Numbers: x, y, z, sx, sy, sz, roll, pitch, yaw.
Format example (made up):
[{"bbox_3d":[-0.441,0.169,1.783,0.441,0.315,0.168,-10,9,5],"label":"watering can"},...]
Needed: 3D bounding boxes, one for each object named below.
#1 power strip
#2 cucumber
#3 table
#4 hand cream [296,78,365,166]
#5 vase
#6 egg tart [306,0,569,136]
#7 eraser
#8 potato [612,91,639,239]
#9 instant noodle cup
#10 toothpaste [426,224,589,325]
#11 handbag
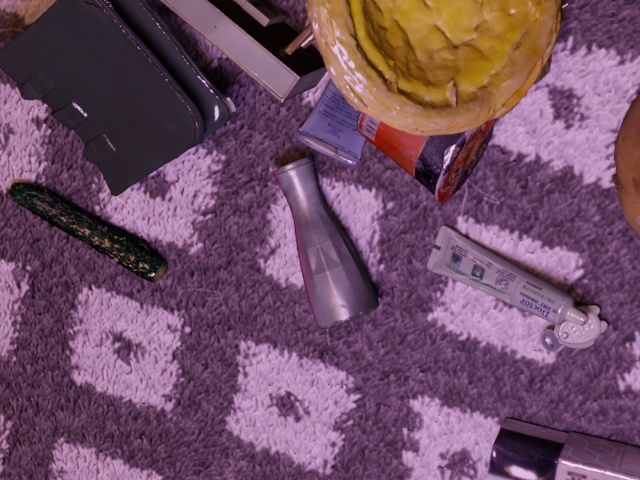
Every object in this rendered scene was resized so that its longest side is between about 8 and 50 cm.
[{"bbox_3d":[0.311,0.109,1.695,0.083,0.035,0.055,-27,95,11],"label":"power strip"},{"bbox_3d":[-0.323,-0.018,1.880,0.256,0.043,0.044,29,108,11],"label":"cucumber"},{"bbox_3d":[-0.087,-0.294,1.671,0.240,0.121,0.111,40,114,5],"label":"table"},{"bbox_3d":[0.053,-0.214,1.681,0.088,0.055,0.256,26,115,3],"label":"hand cream"},{"bbox_3d":[0.000,0.000,1.749,0.086,0.086,0.214,-19,93,24],"label":"vase"},{"bbox_3d":[0.122,-0.290,1.546,0.345,0.132,0.345,-3,98,-22],"label":"egg tart"},{"bbox_3d":[0.408,0.321,1.680,0.403,0.096,0.098,12,110,17],"label":"eraser"},{"bbox_3d":[0.449,-0.098,1.541,0.239,0.116,0.299,41,113,10],"label":"potato"},{"bbox_3d":[0.122,-0.132,1.649,0.135,0.127,0.127,33,114,17],"label":"instant noodle cup"},{"bbox_3d":[0.232,0.052,1.692,0.218,0.041,0.064,27,111,24],"label":"toothpaste"},{"bbox_3d":[-0.266,-0.195,1.740,0.260,0.079,0.247,-25,109,47],"label":"handbag"}]
